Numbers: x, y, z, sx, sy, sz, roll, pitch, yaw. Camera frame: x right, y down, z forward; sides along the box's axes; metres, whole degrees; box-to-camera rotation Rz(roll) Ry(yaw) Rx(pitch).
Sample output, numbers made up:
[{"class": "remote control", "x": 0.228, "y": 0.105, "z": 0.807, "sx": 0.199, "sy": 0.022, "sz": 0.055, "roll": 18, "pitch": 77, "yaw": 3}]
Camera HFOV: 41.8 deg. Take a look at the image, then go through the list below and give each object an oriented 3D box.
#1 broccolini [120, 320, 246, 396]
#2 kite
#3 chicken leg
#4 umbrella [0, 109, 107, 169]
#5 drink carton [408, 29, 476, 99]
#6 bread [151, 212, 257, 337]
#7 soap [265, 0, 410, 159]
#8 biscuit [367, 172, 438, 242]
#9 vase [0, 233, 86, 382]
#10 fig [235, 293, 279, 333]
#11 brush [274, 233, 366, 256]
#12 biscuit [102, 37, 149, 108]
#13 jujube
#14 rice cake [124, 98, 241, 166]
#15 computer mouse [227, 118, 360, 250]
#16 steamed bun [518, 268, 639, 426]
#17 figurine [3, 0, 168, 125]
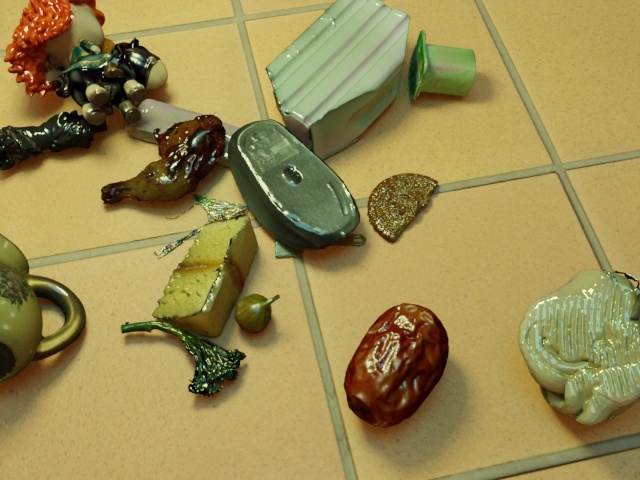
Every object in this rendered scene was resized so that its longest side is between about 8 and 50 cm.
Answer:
[{"class": "broccolini", "x": -0.293, "y": 0.236, "z": 1.692, "sx": 0.271, "sy": 0.062, "sz": 0.123, "roll": 18, "pitch": 48, "yaw": 12}, {"class": "kite", "x": -0.268, "y": -0.030, "z": 1.892, "sx": 0.244, "sy": 0.006, "sz": 0.198, "roll": -28, "pitch": 61, "yaw": -18}, {"class": "chicken leg", "x": -0.351, "y": -0.176, "z": 1.918, "sx": 0.177, "sy": 0.083, "sz": 0.322, "roll": 32, "pitch": 74, "yaw": 22}, {"class": "umbrella", "x": -0.641, "y": -0.249, "z": 1.977, "sx": 0.272, "sy": 0.122, "sz": 0.110, "roll": -19, "pitch": 103, "yaw": -17}, {"class": "drink carton", "x": 0.304, "y": -0.422, "z": 2.089, "sx": 0.142, "sy": 0.144, "sz": 0.146, "roll": 5, "pitch": 57, "yaw": -9}, {"class": "bread", "x": -0.221, "y": 0.071, "z": 1.772, "sx": 0.142, "sy": 0.178, "sz": 0.266, "roll": 32, "pitch": 61, "yaw": -21}, {"class": "soap", "x": 0.048, "y": -0.403, "z": 2.053, "sx": 0.261, "sy": 0.156, "sz": 0.446, "roll": 31, "pitch": 61, "yaw": 18}, {"class": "biscuit", "x": 0.177, "y": -0.092, "z": 1.927, "sx": 0.126, "sy": 0.025, "sz": 0.206, "roll": 30, "pitch": 61, "yaw": 18}, {"class": "vase", "x": -0.636, "y": 0.134, "z": 1.678, "sx": 0.329, "sy": 0.241, "sz": 0.302, "roll": 12, "pitch": 38, "yaw": -26}, {"class": "fig", "x": -0.131, "y": 0.146, "z": 1.725, "sx": 0.084, "sy": 0.098, "sz": 0.082, "roll": -20, "pitch": 76, "yaw": -36}, {"class": "brush", "x": 0.000, "y": 0.000, "z": 1.875, "sx": 0.205, "sy": 0.011, "sz": 0.083, "roll": -1, "pitch": 56, "yaw": -2}, {"class": "biscuit", "x": -0.511, "y": -0.433, "z": 2.133, "sx": 0.250, "sy": 0.036, "sz": 0.165, "roll": 38, "pitch": 74, "yaw": 22}, {"class": "jujube", "x": 0.150, "y": 0.240, "z": 1.624, "sx": 0.174, "sy": 0.174, "sz": 0.250, "roll": 29, "pitch": 57, "yaw": 17}, {"class": "rice cake", "x": -0.314, "y": -0.259, "z": 2.016, "sx": 0.298, "sy": 0.050, "sz": 0.106, "roll": 18, "pitch": 59, "yaw": 11}, {"class": "computer mouse", "x": -0.064, "y": -0.119, "z": 1.891, "sx": 0.203, "sy": 0.114, "sz": 0.374, "roll": -30, "pitch": 67, "yaw": -22}, {"class": "steamed bun", "x": 0.542, "y": 0.212, "z": 1.643, "sx": 0.280, "sy": 0.207, "sz": 0.268, "roll": -37, "pitch": 61, "yaw": 8}, {"class": "figurine", "x": -0.560, "y": -0.438, "z": 2.001, "sx": 0.412, "sy": 0.241, "sz": 0.306, "roll": 31, "pitch": 57, "yaw": 12}]
